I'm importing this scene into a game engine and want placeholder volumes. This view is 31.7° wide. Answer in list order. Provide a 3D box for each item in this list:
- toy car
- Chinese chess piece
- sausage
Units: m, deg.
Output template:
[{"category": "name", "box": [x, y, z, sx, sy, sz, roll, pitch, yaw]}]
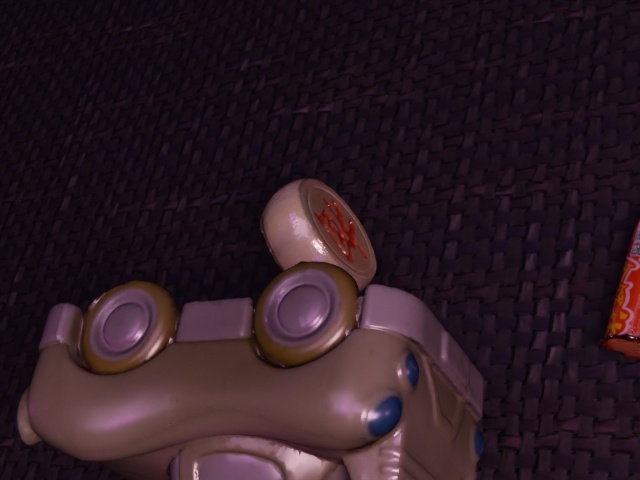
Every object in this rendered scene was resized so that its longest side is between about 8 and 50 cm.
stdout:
[{"category": "toy car", "box": [-0.052, 0.169, 0.898, 0.336, 0.242, 0.226, -7, 59, 24]}, {"category": "Chinese chess piece", "box": [0.000, 0.000, 1.050, 0.051, 0.122, 0.122, -36, 48, 23]}, {"category": "sausage", "box": [0.270, 0.025, 0.928, 0.048, 0.050, 0.145, 9, 64, 28]}]
